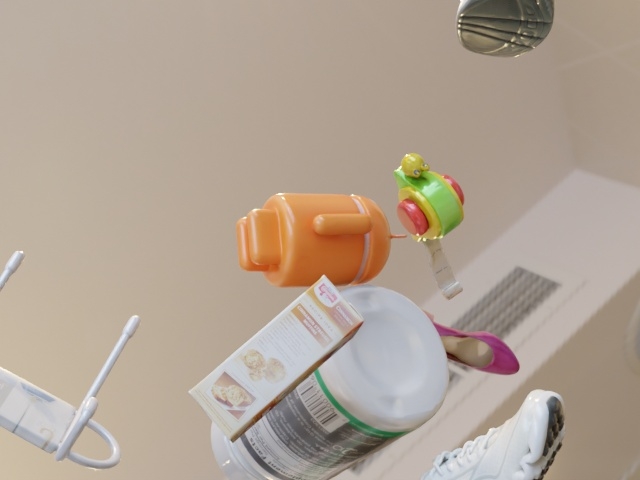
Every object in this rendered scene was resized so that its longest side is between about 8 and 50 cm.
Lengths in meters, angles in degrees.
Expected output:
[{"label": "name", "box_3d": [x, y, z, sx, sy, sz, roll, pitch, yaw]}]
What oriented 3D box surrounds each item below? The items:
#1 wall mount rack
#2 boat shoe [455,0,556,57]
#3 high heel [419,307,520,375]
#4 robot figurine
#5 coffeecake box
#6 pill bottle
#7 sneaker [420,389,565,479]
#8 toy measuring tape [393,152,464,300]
[{"label": "wall mount rack", "box_3d": [-0.401, 0.163, 1.499, 0.350, 0.304, 0.130, 31, -75, -9]}, {"label": "boat shoe", "box_3d": [0.238, -0.333, 1.289, 0.320, 0.118, 0.103, 89, -166, -66]}, {"label": "high heel", "box_3d": [0.264, 0.206, 1.979, 0.244, 0.117, 0.082, 31, -68, -6]}, {"label": "robot figurine", "box_3d": [-0.001, 0.000, 1.420, 0.219, 0.128, 0.158, 0, -52, -24]}, {"label": "coffeecake box", "box_3d": [-0.047, 0.132, 1.151, 0.185, 0.068, 0.142, -41, -8, -10]}, {"label": "pill bottle", "box_3d": [-0.002, 0.224, 1.484, 0.204, 0.361, 0.204, 17, -125, -25]}, {"label": "sneaker", "box_3d": [0.175, 0.268, 1.177, 0.110, 0.118, 0.292, -32, -29, -51]}, {"label": "toy measuring tape", "box_3d": [0.214, -0.011, 1.880, 0.121, 0.121, 0.330, -38, -56, -23]}]
